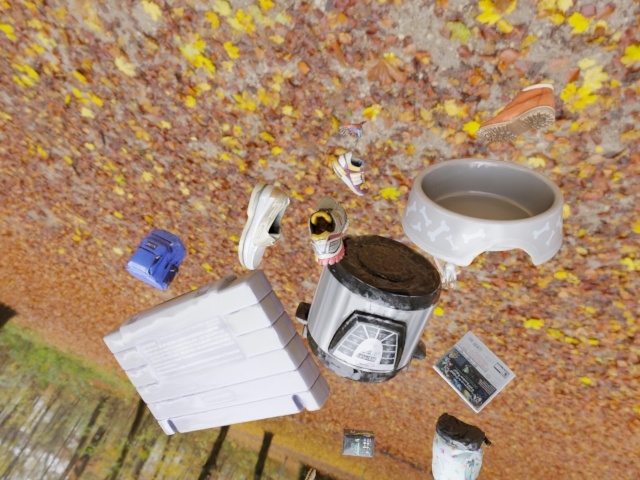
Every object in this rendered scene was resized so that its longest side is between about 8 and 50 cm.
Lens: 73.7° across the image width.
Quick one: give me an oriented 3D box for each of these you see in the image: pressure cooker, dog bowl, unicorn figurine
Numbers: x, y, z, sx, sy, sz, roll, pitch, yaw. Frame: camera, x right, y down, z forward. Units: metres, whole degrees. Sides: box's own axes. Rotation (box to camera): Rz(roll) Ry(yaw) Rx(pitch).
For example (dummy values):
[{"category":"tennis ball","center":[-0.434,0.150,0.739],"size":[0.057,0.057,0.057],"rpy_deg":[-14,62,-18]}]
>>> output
[{"category":"pressure cooker","center":[0.152,0.235,1.351],"size":[0.370,0.375,0.420],"rpy_deg":[43,127,39]},{"category":"dog bowl","center":[0.360,-0.078,0.952],"size":[0.349,0.349,0.102],"rpy_deg":[12,127,21]},{"category":"unicorn figurine","center":[0.423,0.092,1.377],"size":[0.060,0.111,0.162],"rpy_deg":[10,161,7]}]

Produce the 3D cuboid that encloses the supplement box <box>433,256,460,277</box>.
[{"category":"supplement box","center":[0.479,0.090,1.622],"size":[0.062,0.098,0.036],"rpy_deg":[-22,157,-2]}]

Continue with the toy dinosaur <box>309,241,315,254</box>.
[{"category":"toy dinosaur","center":[0.000,0.000,1.726],"size":[0.053,0.183,0.092],"rpy_deg":[11,134,-37]}]

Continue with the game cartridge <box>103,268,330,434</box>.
[{"category":"game cartridge","center":[-0.182,0.192,0.695],"size":[0.355,0.068,0.230],"rpy_deg":[-22,98,29]}]

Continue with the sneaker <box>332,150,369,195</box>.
[{"category":"sneaker","center":[0.121,-0.217,1.400],"size":[0.084,0.069,0.185],"rpy_deg":[-30,138,26]}]

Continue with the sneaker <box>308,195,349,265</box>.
[{"category":"sneaker","center":[0.019,-0.045,1.022],"size":[0.088,0.225,0.092],"rpy_deg":[-13,126,10]}]

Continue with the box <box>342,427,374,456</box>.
[{"category":"box","center":[0.101,0.542,1.145],"size":[0.083,0.052,0.062],"rpy_deg":[3,172,3]}]

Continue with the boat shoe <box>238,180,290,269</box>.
[{"category":"boat shoe","center":[-0.174,-0.027,1.313],"size":[0.103,0.113,0.302],"rpy_deg":[22,123,8]}]

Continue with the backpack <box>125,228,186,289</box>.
[{"category":"backpack","center":[-0.363,0.035,0.962],"size":[0.098,0.120,0.101],"rpy_deg":[26,157,6]}]

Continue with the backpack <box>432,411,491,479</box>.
[{"category":"backpack","center":[0.383,0.605,1.205],"size":[0.152,0.115,0.182],"rpy_deg":[16,110,49]}]

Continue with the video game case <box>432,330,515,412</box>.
[{"category":"video game case","center":[0.493,0.420,1.378],"size":[0.190,0.173,0.022],"rpy_deg":[46,174,21]}]

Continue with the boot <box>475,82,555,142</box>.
[{"category":"boot","center":[0.379,-0.246,0.833],"size":[0.059,0.084,0.158],"rpy_deg":[24,159,-31]}]

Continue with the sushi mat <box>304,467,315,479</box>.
[{"category":"sushi mat","center":[-0.088,0.590,0.790],"size":[0.019,0.316,0.151],"rpy_deg":[20,113,15]}]

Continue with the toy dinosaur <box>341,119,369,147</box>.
[{"category":"toy dinosaur","center":[0.073,-0.249,0.931],"size":[0.047,0.090,0.082],"rpy_deg":[25,171,3]}]
